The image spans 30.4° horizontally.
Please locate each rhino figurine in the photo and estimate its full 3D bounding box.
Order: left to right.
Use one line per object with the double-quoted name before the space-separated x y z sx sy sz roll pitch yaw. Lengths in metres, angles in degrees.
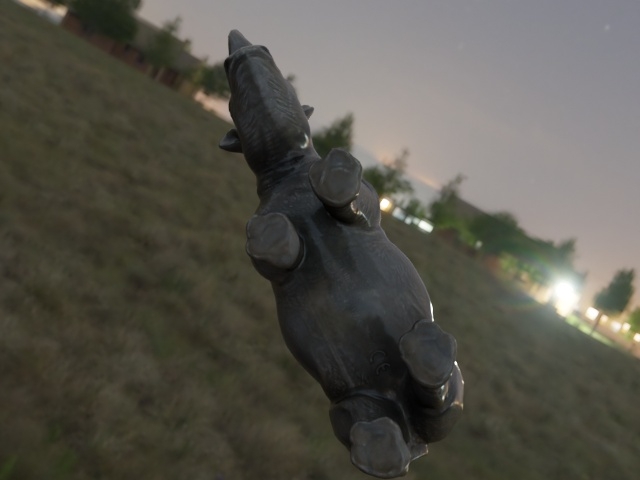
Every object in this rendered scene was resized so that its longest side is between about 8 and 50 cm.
"rhino figurine" 0.000 0.000 0.571 0.106 0.073 0.243 64 1 -74
